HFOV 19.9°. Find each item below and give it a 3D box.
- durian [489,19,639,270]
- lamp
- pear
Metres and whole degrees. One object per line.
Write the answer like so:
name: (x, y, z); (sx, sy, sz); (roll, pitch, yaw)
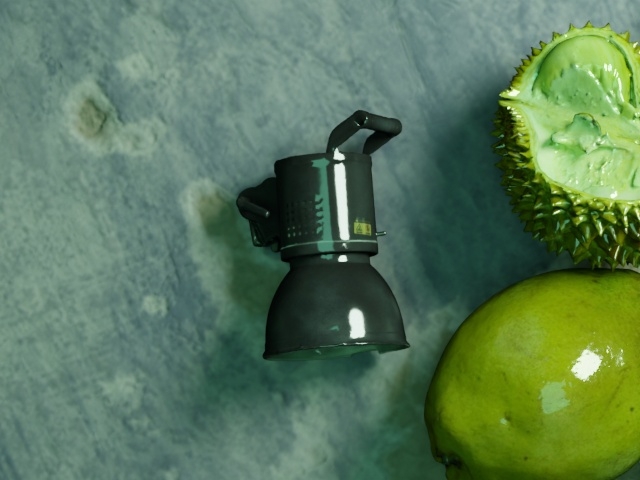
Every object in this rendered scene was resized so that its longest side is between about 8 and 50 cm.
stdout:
durian: (0.268, -0.075, 1.713); (0.200, 0.176, 0.237); (-31, 50, 9)
lamp: (0.000, 0.000, 1.799); (0.172, 0.147, 0.227); (-10, 81, 31)
pear: (0.223, 0.137, 1.724); (0.269, 0.212, 0.212); (-33, 87, -6)
